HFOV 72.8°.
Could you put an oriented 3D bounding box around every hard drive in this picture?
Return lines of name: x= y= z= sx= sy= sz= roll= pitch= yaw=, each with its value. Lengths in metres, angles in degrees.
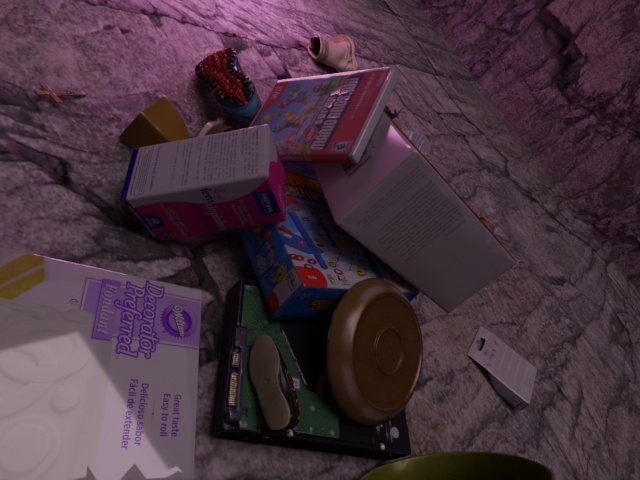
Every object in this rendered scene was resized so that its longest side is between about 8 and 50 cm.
hard drive: x=-0.004 y=0.219 z=0.720 sx=0.339 sy=0.064 sz=0.237 roll=23 pitch=45 yaw=-30

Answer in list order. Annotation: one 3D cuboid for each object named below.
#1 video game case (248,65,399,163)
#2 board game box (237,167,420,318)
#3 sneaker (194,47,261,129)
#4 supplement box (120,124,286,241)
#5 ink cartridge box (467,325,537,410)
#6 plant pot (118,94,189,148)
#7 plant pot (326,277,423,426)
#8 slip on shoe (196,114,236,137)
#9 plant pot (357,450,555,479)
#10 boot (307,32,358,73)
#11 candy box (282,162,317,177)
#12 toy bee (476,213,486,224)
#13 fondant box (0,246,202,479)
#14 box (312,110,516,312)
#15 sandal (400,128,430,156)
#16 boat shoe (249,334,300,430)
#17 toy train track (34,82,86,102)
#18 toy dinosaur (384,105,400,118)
video game case: x=-0.016 y=-0.232 z=0.811 sx=0.025 sy=0.285 sz=0.204 roll=47 pitch=60 yaw=-46
board game box: x=0.000 y=0.000 z=0.825 sx=0.308 sy=0.086 sz=0.302 roll=9 pitch=43 yaw=-44
sneaker: x=-0.201 y=-0.330 z=0.978 sx=0.262 sy=0.104 sz=0.125 roll=63 pitch=-1 yaw=37
supplement box: x=-0.172 y=-0.087 z=0.675 sx=0.111 sy=0.220 sz=0.114 roll=72 pitch=10 yaw=-54
ink cartridge box: x=0.457 y=0.322 z=1.108 sx=0.179 sy=0.045 sz=0.145 roll=37 pitch=37 yaw=14
plant pot: x=-0.288 y=-0.191 z=0.777 sx=0.083 sy=0.081 sz=0.081 roll=47 pitch=37 yaw=-21
plant pot: x=0.103 y=0.178 z=0.705 sx=0.236 sy=0.032 sz=0.236 roll=9 pitch=77 yaw=-44
slip on shoe: x=-0.215 y=-0.215 z=0.887 sx=0.041 sy=0.051 sz=0.135 roll=36 pitch=33 yaw=-9
plant pot: x=0.201 y=0.476 z=0.582 sx=0.275 sy=0.275 sz=0.293 roll=4 pitch=72 yaw=-41
boot: x=0.035 y=-0.648 z=1.457 sx=0.165 sy=0.077 sz=0.213 roll=14 pitch=51 yaw=-33
candy box: x=0.000 y=-0.198 z=0.956 sx=0.165 sy=0.196 sz=0.070 roll=17 pitch=51 yaw=-36
toy bee: x=0.265 y=-0.061 z=1.131 sx=0.298 sy=0.195 sz=0.162 roll=17 pitch=23 yaw=-20
fondant box: x=-0.305 y=0.142 z=0.473 sx=0.330 sy=0.096 sz=0.238 roll=19 pitch=47 yaw=-34
box: x=0.174 y=-0.053 z=0.818 sx=0.345 sy=0.168 sz=0.215 roll=37 pitch=21 yaw=-34
sandal: x=0.217 y=-0.295 z=1.338 sx=0.265 sy=0.076 sz=0.102 roll=9 pitch=75 yaw=-25
boat shoe: x=-0.064 y=0.196 z=0.602 sx=0.042 sy=0.049 sz=0.133 roll=42 pitch=22 yaw=-56
toy train track: x=-0.436 y=-0.243 z=0.728 sx=0.048 sy=0.014 sz=0.083 roll=47 pitch=32 yaw=8
toy dinosaur: x=0.199 y=-0.439 z=1.457 sx=0.118 sy=0.064 sz=0.268 roll=-33 pitch=86 yaw=-45
